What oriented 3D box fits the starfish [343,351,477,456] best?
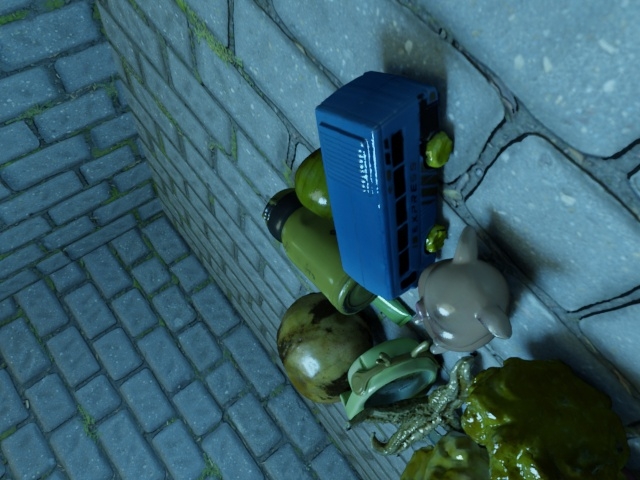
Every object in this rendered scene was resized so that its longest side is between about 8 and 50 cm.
[{"bbox_3d":[0.225,0.422,1.072,0.432,0.323,0.083,69,-173,-50],"label":"starfish"}]

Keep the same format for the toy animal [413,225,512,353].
[{"bbox_3d":[0.240,0.110,0.738,0.167,0.153,0.250,57,177,24],"label":"toy animal"}]

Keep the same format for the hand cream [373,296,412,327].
[{"bbox_3d":[0.152,0.141,1.095,0.175,0.046,0.095,43,154,12],"label":"hand cream"}]

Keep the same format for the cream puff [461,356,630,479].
[{"bbox_3d":[0.342,0.298,0.682,0.244,0.244,0.196,53,156,7],"label":"cream puff"}]

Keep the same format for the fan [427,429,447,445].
[{"bbox_3d":[0.367,0.609,1.343,0.113,0.005,0.175,46,157,24],"label":"fan"}]

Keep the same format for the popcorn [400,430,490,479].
[{"bbox_3d":[0.360,0.663,1.038,0.389,0.345,0.353,31,-168,34],"label":"popcorn"}]

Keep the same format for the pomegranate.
[{"bbox_3d":[0.016,0.305,1.278,0.322,0.322,0.322,43,154,27],"label":"pomegranate"}]

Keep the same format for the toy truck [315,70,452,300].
[{"bbox_3d":[0.108,-0.073,0.740,0.161,0.162,0.385,34,149,38],"label":"toy truck"}]

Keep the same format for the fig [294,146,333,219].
[{"bbox_3d":[0.025,-0.142,0.880,0.147,0.187,0.142,26,-173,-4],"label":"fig"}]

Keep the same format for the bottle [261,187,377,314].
[{"bbox_3d":[0.000,0.000,1.052,0.351,0.171,0.172,44,155,32],"label":"bottle"}]

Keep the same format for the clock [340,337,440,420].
[{"bbox_3d":[0.175,0.328,1.079,0.308,0.234,0.096,95,157,-48],"label":"clock"}]

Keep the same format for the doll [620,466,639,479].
[{"bbox_3d":[0.439,0.452,0.768,0.152,0.196,0.256,51,163,13],"label":"doll"}]
